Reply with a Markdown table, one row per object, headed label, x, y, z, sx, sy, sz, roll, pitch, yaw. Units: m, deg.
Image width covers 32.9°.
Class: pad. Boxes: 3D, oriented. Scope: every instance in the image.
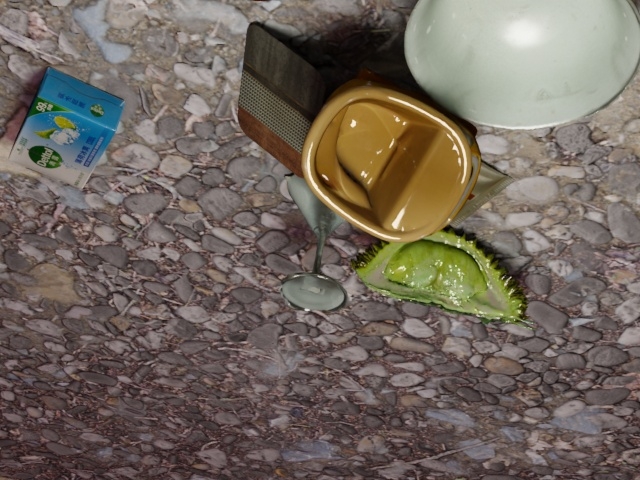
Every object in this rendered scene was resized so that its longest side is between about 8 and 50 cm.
| label | x | y | z | sx | sy | sz | roll | pitch | yaw |
| --- | --- | --- | --- | --- | --- | --- | --- | --- | --- |
| pad | -0.140 | -0.245 | 1.710 | 0.323 | 0.055 | 0.250 | 23 | 144 | 9 |

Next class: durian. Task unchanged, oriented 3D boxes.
| label | x | y | z | sx | sy | sz | roll | pitch | yaw |
| --- | --- | --- | --- | --- | --- | --- | --- | --- | --- |
| durian | 0.213 | 0.075 | 1.962 | 0.352 | 0.169 | 0.158 | 17 | 143 | -13 |

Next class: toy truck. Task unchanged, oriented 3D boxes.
| label | x | y | z | sx | sy | sz | roll | pitch | yaw |
| --- | --- | --- | --- | --- | --- | --- | --- | --- | --- |
| toy truck | 0.102 | -0.119 | 1.568 | 0.288 | 0.211 | 0.204 | 28 | 102 | -15 |

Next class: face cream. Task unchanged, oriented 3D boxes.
| label | x | y | z | sx | sy | sz | roll | pitch | yaw |
| --- | --- | --- | --- | --- | --- | --- | --- | --- | --- |
| face cream | 0.161 | -0.136 | 1.773 | 0.341 | 0.084 | 0.137 | 31 | 120 | -34 |

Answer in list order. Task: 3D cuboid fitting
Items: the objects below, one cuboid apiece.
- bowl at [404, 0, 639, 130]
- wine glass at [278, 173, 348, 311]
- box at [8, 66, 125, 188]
| label | x | y | z | sx | sy | sz | roll | pitch | yaw |
| --- | --- | --- | --- | --- | --- | --- | --- | --- | --- |
| bowl | 0.275 | -0.302 | 1.456 | 0.313 | 0.146 | 0.313 | 8 | 144 | 6 |
| wine glass | 0.000 | 0.000 | 1.857 | 0.156 | 0.232 | 0.156 | 6 | 144 | 4 |
| box | -0.432 | -0.187 | 1.839 | 0.139 | 0.073 | 0.194 | 23 | 142 | -18 |
